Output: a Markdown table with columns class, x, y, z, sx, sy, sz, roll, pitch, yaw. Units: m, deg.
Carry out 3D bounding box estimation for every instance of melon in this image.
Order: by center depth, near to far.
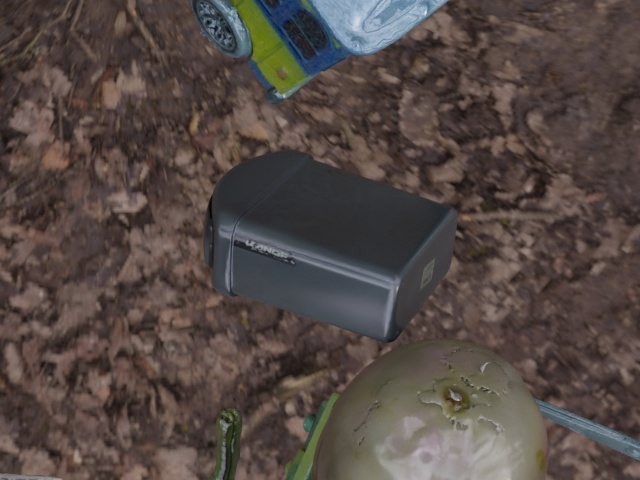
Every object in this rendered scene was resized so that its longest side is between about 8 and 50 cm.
| class | x | y | z | sx | sy | sz | roll | pitch | yaw |
| --- | --- | --- | --- | --- | --- | --- | --- | --- | --- |
| melon | 0.105 | 0.228 | 1.174 | 0.223 | 0.223 | 0.317 | 3 | 140 | -11 |

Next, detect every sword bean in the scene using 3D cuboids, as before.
| class | x | y | z | sx | sy | sz | roll | pitch | yaw |
| --- | --- | --- | --- | --- | --- | --- | --- | --- | --- |
| sword bean | -0.137 | 0.329 | 1.547 | 0.043 | 0.038 | 0.269 | -2 | 123 | -25 |

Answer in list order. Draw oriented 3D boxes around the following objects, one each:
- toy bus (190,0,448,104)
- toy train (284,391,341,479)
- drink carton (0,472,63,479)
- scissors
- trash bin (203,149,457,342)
| class | x | y | z | sx | sy | sz | roll | pitch | yaw |
| --- | --- | --- | --- | --- | --- | --- | --- | --- | --- |
| toy bus | -0.044 | -0.256 | 0.719 | 0.152 | 0.190 | 0.312 | -40 | 100 | -19 |
| toy train | -0.007 | 0.346 | 1.441 | 0.150 | 0.237 | 0.369 | 27 | 86 | -34 |
| drink carton | -0.319 | 0.349 | 0.947 | 0.194 | 0.325 | 0.132 | 3 | 147 | -3 |
| scissors | 0.477 | 0.307 | 1.629 | 0.447 | 0.192 | 0.029 | 23 | 64 | 13 |
| trash bin | 0.000 | 0.000 | 1.180 | 0.236 | 0.177 | 0.101 | 19 | 125 | 21 |
